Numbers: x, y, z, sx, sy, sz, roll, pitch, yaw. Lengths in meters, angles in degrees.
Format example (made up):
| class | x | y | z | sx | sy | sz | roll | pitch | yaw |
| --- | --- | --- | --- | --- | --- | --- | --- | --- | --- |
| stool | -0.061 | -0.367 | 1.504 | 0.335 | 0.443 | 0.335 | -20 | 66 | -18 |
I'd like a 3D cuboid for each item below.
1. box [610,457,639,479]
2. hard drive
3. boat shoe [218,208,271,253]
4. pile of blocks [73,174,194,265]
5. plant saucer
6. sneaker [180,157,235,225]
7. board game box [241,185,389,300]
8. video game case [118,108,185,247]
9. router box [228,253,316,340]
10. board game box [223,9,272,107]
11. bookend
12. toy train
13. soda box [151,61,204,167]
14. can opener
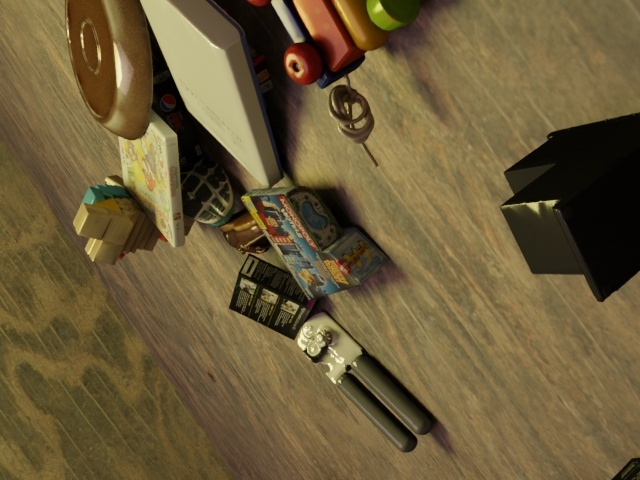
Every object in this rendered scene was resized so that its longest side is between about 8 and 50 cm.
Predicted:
| class | x | y | z | sx | sy | sz | roll | pitch | yaw |
| --- | --- | --- | --- | --- | --- | --- | --- | --- | --- |
| box | 0.392 | 0.281 | 0.751 | 0.169 | 0.087 | 0.290 | 53 | 157 | 5 |
| hard drive | -0.146 | -0.220 | 1.113 | 0.210 | 0.040 | 0.319 | 45 | 167 | 23 |
| boat shoe | -0.105 | -0.014 | 1.355 | 0.073 | 0.073 | 0.207 | 58 | 164 | -9 |
| pile of blocks | -0.359 | -0.032 | 1.519 | 0.149 | 0.113 | 0.362 | 32 | -165 | 11 |
| plant saucer | -0.344 | -0.309 | 1.326 | 0.310 | 0.050 | 0.311 | 33 | 130 | 50 |
| sneaker | -0.215 | -0.085 | 1.474 | 0.110 | 0.107 | 0.275 | 48 | 170 | -36 |
| board game box | 0.000 | 0.000 | 1.163 | 0.194 | 0.060 | 0.194 | 57 | 156 | -18 |
| video game case | -0.287 | -0.129 | 1.392 | 0.227 | 0.026 | 0.206 | 43 | 142 | 43 |
| router box | -0.081 | 0.099 | 1.423 | 0.133 | 0.046 | 0.179 | 26 | 154 | 0 |
| board game box | -0.109 | -0.250 | 1.071 | 0.133 | 0.033 | 0.169 | 44 | 166 | 28 |
| bookend | 0.193 | -0.028 | 0.636 | 0.072 | 0.157 | 0.156 | 61 | 156 | -12 |
| toy train | 0.041 | -0.198 | 0.799 | 0.143 | 0.105 | 0.248 | -18 | 106 | 53 |
| soda box | -0.257 | -0.210 | 1.405 | 0.060 | 0.053 | 0.169 | 29 | 145 | 49 |
| can opener | 0.069 | 0.221 | 1.349 | 0.280 | 0.074 | 0.093 | 43 | -172 | 31 |
